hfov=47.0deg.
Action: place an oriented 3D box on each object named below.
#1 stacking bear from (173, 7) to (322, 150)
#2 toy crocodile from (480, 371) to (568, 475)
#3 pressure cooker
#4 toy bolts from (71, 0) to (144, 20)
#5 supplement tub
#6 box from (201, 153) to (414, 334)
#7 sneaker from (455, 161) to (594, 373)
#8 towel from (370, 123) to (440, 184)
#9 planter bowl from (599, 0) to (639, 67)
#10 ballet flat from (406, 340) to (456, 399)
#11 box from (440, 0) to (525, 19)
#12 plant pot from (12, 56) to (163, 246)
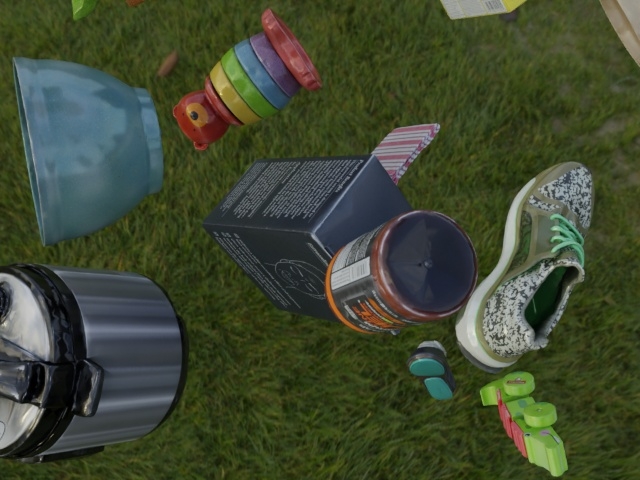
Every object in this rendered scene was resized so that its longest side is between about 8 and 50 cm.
[{"bbox_3d":[-0.159,-0.297,1.458,0.289,0.164,0.175,-33,97,12],"label":"stacking bear"},{"bbox_3d":[0.423,0.374,1.531,0.105,0.340,0.115,-15,107,0],"label":"toy crocodile"},{"bbox_3d":[-0.516,0.224,1.416,0.370,0.420,0.375,-36,66,24],"label":"pressure cooker"},{"bbox_3d":[-0.275,-0.424,0.900,0.159,0.228,0.218,-16,65,0],"label":"toy bolts"},{"bbox_3d":[0.069,0.040,0.748,0.106,0.198,0.105,4,77,-18],"label":"supplement tub"},{"bbox_3d":[0.000,0.000,1.516,0.396,0.293,0.212,6,52,51],"label":"box"},{"bbox_3d":[0.391,0.038,1.223,0.158,0.182,0.410,35,71,-17],"label":"sneaker"},{"bbox_3d":[0.170,-0.195,1.675,0.144,0.029,0.197,6,48,52],"label":"towel"},{"bbox_3d":[0.444,-0.317,0.967,0.109,0.162,0.162,-30,62,20],"label":"planter bowl"},{"bbox_3d":[0.197,0.220,1.313,0.074,0.203,0.074,-11,56,16],"label":"ballet flat"},{"bbox_3d":[0.091,-0.256,0.551,0.043,0.105,0.179,-39,111,-5],"label":"box"},{"bbox_3d":[-0.363,-0.149,1.173,0.196,0.293,0.293,-10,62,-22],"label":"plant pot"}]
